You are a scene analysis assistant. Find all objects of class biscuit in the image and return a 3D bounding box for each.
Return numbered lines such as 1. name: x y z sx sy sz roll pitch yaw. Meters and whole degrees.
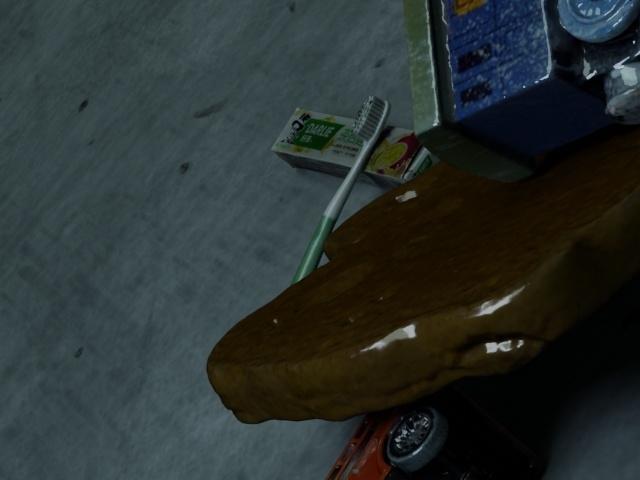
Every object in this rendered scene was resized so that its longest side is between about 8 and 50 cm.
1. biscuit: 0.093 0.017 1.284 0.381 0.074 0.359 -31 12 18

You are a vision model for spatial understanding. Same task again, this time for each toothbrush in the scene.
1. toothbrush: 0.000 0.000 1.507 0.018 0.024 0.257 15 81 54

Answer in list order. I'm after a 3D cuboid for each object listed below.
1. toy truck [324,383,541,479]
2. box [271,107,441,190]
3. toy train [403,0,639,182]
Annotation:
1. toy truck: 0.032 0.218 1.203 0.253 0.107 0.114 -56 26 -16
2. box: 0.034 -0.076 1.573 0.207 0.041 0.050 16 72 55
3. toy train: 0.154 -0.198 1.237 0.202 0.131 0.300 -24 59 39
